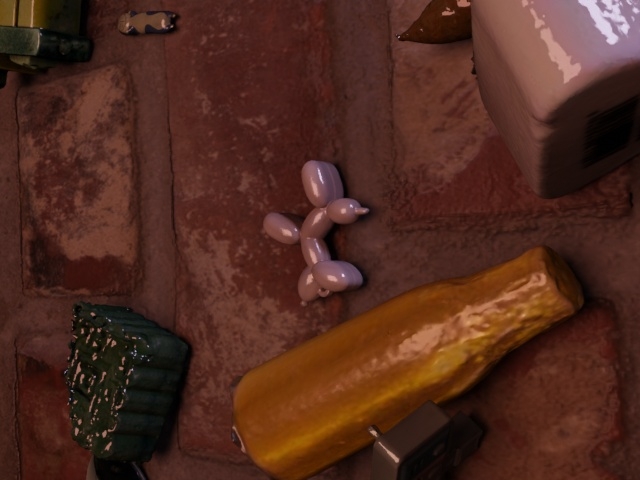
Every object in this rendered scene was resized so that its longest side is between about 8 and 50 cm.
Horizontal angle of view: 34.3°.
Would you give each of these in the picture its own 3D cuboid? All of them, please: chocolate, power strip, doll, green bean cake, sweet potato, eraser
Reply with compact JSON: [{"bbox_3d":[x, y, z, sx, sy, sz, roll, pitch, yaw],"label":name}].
[{"bbox_3d":[0.101,0.145,1.194,0.445,0.162,0.162,-31,70,30],"label":"chocolate"},{"bbox_3d":[0.115,0.250,1.173,0.061,0.145,0.215,43,150,30],"label":"power strip"},{"bbox_3d":[-0.263,-0.329,1.566,0.125,0.027,0.037,6,85,39],"label":"doll"},{"bbox_3d":[0.000,0.000,1.325,0.161,0.059,0.160,-53,58,25],"label":"doll"},{"bbox_3d":[-0.311,0.210,1.530,0.193,0.107,0.208,19,93,38],"label":"green bean cake"},{"bbox_3d":[0.204,-0.286,1.158,0.269,0.075,0.074,-36,67,23],"label":"sweet potato"},{"bbox_3d":[0.259,-0.177,0.957,0.331,0.331,0.150,-37,67,33],"label":"eraser"}]

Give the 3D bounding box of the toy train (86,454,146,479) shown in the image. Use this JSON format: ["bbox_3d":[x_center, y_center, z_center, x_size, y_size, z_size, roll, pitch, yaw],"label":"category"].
[{"bbox_3d":[-0.244,0.485,1.501,0.088,0.086,0.407,-51,59,33],"label":"toy train"}]

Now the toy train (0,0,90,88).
[{"bbox_3d":[-0.484,-0.439,1.675,0.253,0.160,0.397,10,95,32],"label":"toy train"}]
